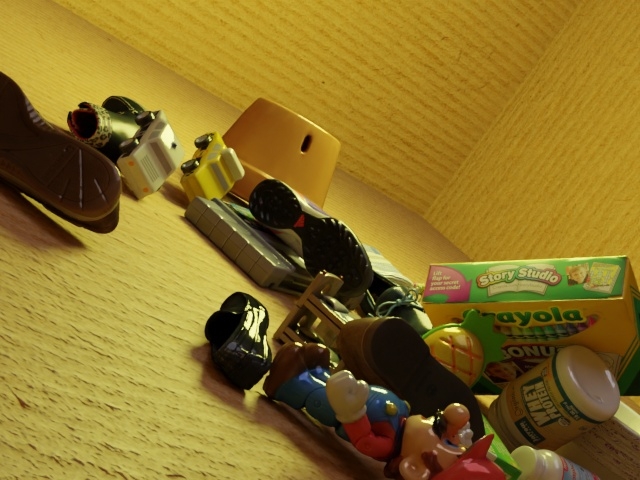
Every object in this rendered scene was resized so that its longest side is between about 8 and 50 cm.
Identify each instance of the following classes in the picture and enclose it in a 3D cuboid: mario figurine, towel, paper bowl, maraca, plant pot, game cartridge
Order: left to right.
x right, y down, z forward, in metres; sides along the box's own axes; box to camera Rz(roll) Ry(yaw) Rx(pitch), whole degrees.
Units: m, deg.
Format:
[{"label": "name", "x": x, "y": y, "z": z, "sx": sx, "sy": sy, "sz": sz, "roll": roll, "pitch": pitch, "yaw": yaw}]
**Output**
[{"label": "plant pot", "x": -0.091, "y": -0.161, "z": 2.485, "sx": 0.291, "sy": 0.203, "sz": 0.291, "roll": 30, "pitch": -2, "yaw": 1}, {"label": "game cartridge", "x": -0.079, "y": 0.023, "z": 2.227, "sx": 0.230, "sy": 0.068, "sz": 0.355, "roll": 45, "pitch": 13, "yaw": 27}, {"label": "towel", "x": 0.069, "y": 0.036, "z": 2.545, "sx": 0.209, "sy": 0.034, "sz": 0.285, "roll": 15, "pitch": 11, "yaw": -16}, {"label": "mario figurine", "x": 0.099, "y": 0.215, "z": 1.517, "sx": 0.320, "sy": 0.170, "sz": 0.198, "roll": 31, "pitch": 42, "yaw": 19}, {"label": "maraca", "x": 0.237, "y": 0.200, "z": 2.086, "sx": 0.127, "sy": 0.186, "sz": 0.099, "roll": 57, "pitch": -5, "yaw": -12}, {"label": "paper bowl", "x": 0.552, "y": 0.393, "z": 2.371, "sx": 0.284, "sy": 0.148, "sz": 0.284, "roll": 35, "pitch": 10, "yaw": -7}]

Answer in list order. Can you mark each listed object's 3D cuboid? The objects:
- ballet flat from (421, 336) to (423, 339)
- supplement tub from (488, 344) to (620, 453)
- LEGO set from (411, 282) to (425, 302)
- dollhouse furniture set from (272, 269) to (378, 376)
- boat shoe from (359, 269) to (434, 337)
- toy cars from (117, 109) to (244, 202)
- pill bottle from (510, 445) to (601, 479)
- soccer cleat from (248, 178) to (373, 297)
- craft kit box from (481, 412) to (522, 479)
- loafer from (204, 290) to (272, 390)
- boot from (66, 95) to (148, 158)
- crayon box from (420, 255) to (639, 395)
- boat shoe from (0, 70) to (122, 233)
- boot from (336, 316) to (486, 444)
[{"label": "ballet flat", "x": 0.122, "y": 0.177, "z": 1.850, "sx": 0.070, "sy": 0.070, "sz": 0.188, "roll": 37, "pitch": 6, "yaw": 8}, {"label": "supplement tub", "x": 0.408, "y": 0.287, "z": 2.109, "sx": 0.144, "sy": 0.200, "sz": 0.144, "roll": 28, "pitch": 41, "yaw": -27}, {"label": "LEGO set", "x": 0.201, "y": 0.161, "z": 2.388, "sx": 0.132, "sy": 0.107, "sz": 0.287, "roll": 35, "pitch": 9, "yaw": -4}, {"label": "dollhouse furniture set", "x": 0.049, "y": 0.145, "z": 1.842, "sx": 0.129, "sy": 0.129, "sz": 0.184, "roll": 41, "pitch": 11, "yaw": 30}, {"label": "boat shoe", "x": 0.133, "y": 0.130, "z": 2.301, "sx": 0.258, "sy": 0.109, "sz": 0.089, "roll": 29, "pitch": -38, "yaw": 51}, {"label": "toy cars", "x": -0.234, "y": -0.147, "z": 2.165, "sx": 0.394, "sy": 0.087, "sz": 0.176, "roll": 14, "pitch": 63, "yaw": -66}, {"label": "pill bottle", "x": 0.375, "y": 0.389, "z": 1.930, "sx": 0.160, "sy": 0.087, "sz": 0.087, "roll": 30, "pitch": 11, "yaw": -30}, {"label": "soccer cleat", "x": 0.000, "y": 0.000, "z": 2.145, "sx": 0.318, "sy": 0.108, "sz": 0.116, "roll": 40, "pitch": 6, "yaw": 36}, {"label": "craft kit box", "x": 0.177, "y": 0.272, "z": 1.910, "sx": 0.247, "sy": 0.061, "sz": 0.250, "roll": 30, "pitch": 11, "yaw": -19}, {"label": "loafer", "x": -0.112, "y": 0.115, "z": 1.570, "sx": 0.078, "sy": 0.076, "sz": 0.223, "roll": 41, "pitch": 11, "yaw": -19}, {"label": "boot", "x": -0.387, "y": -0.219, "z": 2.197, "sx": 0.178, "sy": 0.085, "sz": 0.236, "roll": 28, "pitch": 19, "yaw": -47}, {"label": "crayon box", "x": 0.406, "y": 0.164, "z": 2.185, "sx": 0.363, "sy": 0.106, "sz": 0.313, "roll": -4, "pitch": -38, "yaw": 26}, {"label": "boat shoe", "x": -0.410, "y": -0.122, "z": 1.650, "sx": 0.342, "sy": 0.123, "sz": 0.123, "roll": 33, "pitch": -22, "yaw": 13}, {"label": "boot", "x": 0.133, "y": 0.224, "z": 1.713, "sx": 0.115, "sy": 0.112, "sz": 0.305, "roll": 1, "pitch": -49, "yaw": 56}]
